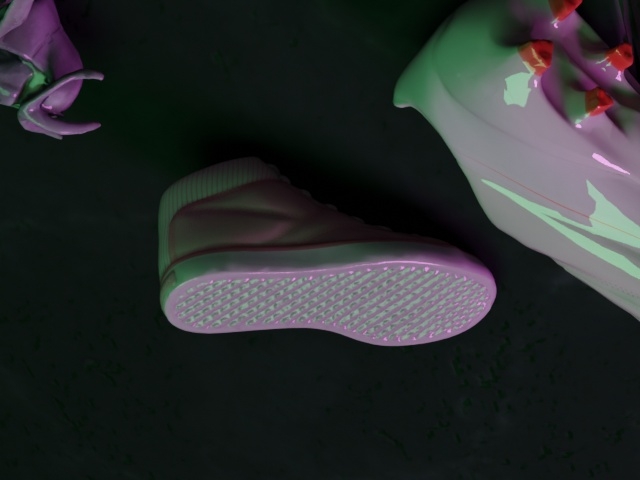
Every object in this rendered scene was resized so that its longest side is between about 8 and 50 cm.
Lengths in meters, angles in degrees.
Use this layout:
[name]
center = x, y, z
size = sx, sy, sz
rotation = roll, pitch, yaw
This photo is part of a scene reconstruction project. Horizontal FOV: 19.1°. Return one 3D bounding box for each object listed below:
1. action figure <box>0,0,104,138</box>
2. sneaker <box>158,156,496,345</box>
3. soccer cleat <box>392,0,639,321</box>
[action figure]
center = -0.199, -0.114, 0.666
size = 0.285, 0.099, 0.185
rotation = 33, 131, -16
[sneaker]
center = 0.000, 0.000, 0.732
size = 0.134, 0.070, 0.051
rotation = 2, 135, -19
[soccer cleat]
center = 0.108, -0.007, 0.654
size = 0.196, 0.068, 0.076
rotation = 46, 142, -13
